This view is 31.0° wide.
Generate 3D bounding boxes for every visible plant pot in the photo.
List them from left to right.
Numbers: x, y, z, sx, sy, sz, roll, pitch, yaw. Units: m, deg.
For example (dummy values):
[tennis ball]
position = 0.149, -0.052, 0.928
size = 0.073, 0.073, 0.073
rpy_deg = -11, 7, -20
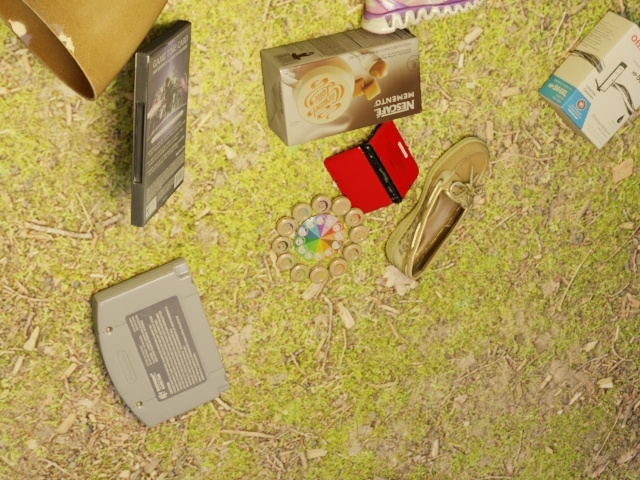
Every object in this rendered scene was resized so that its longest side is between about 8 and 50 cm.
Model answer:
[plant pot]
position = -0.312, -0.371, 1.634
size = 0.254, 0.237, 0.237
rpy_deg = -46, 127, -13

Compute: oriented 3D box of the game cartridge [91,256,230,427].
[game cartridge]
position = -0.287, 0.186, 2.034
size = 0.196, 0.060, 0.294
rpy_deg = -25, 124, -16

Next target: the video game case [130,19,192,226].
[video game case]
position = -0.245, -0.182, 1.781
size = 0.026, 0.196, 0.274
rpy_deg = 10, 116, 9

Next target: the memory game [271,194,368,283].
[memory game]
position = 0.000, 0.000, 2.085
size = 0.186, 0.012, 0.186
rpy_deg = -10, 123, -16

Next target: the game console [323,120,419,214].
[game console]
position = 0.094, -0.133, 2.066
size = 0.124, 0.085, 0.144
rpy_deg = -56, 132, -28

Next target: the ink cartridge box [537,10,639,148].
[ink cartridge box]
position = 0.528, -0.297, 2.139
size = 0.203, 0.086, 0.148
rpy_deg = -49, 125, 6

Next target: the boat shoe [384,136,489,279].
[boat shoe]
position = 0.230, -0.056, 2.125
size = 0.104, 0.089, 0.285
rpy_deg = 23, 104, -33

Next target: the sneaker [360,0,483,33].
[sneaker]
position = 0.172, -0.420, 1.904
size = 0.236, 0.095, 0.104
rpy_deg = -18, 115, -15

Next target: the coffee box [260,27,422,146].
[coffee box]
position = 0.036, -0.262, 1.915
size = 0.246, 0.098, 0.141
rpy_deg = -15, 122, -17
